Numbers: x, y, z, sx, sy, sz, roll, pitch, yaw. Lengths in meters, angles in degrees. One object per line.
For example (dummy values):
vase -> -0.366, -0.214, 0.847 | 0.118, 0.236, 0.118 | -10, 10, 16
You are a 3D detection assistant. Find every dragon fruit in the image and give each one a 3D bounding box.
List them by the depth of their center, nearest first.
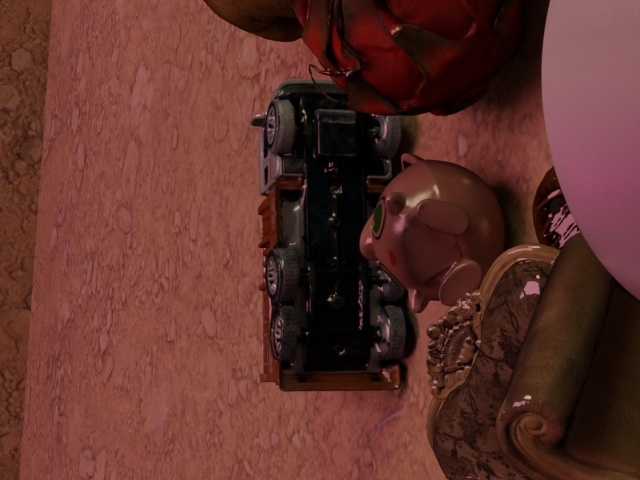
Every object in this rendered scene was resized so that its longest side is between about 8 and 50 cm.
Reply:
dragon fruit -> 0.066, -0.200, 0.966 | 0.192, 0.274, 0.193 | -18, 74, 32

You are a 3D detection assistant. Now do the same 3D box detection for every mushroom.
mushroom -> 0.205, -0.016, 0.802 | 0.126, 0.109, 0.085 | 59, 134, 28

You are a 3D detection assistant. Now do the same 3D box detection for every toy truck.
toy truck -> 0.000, 0.000, 1.194 | 0.162, 0.136, 0.305 | 156, 114, -72

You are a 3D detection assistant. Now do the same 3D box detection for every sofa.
sofa -> 0.126, 0.146, 0.740 | 0.200, 0.182, 0.258 | -57, -12, -52

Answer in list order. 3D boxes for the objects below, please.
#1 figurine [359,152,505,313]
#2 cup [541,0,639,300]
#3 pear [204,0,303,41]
figurine -> 0.096, -0.007, 1.004 | 0.138, 0.125, 0.125 | -124, 44, -71
cup -> 0.286, -0.077, 0.467 | 0.371, 0.253, 0.253 | 2, 88, 63
pear -> -0.051, -0.322, 1.270 | 0.188, 0.228, 0.211 | -25, 83, 22
